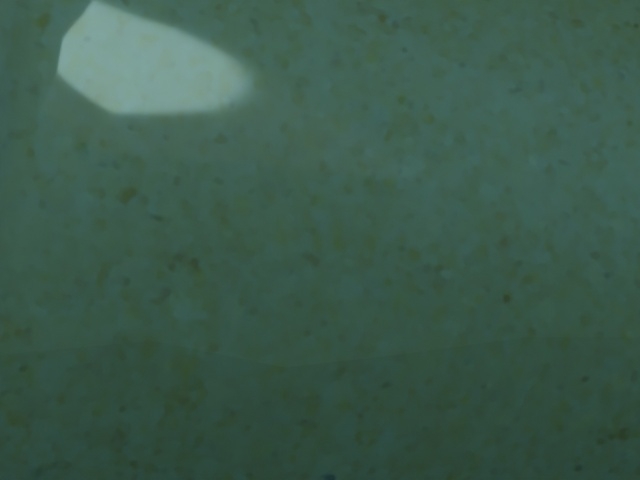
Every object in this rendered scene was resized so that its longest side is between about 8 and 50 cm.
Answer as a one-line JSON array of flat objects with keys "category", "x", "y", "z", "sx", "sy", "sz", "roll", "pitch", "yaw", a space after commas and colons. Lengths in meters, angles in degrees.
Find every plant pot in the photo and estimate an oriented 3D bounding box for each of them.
[{"category": "plant pot", "x": 0.000, "y": 0.000, "z": 0.489, "sx": 0.306, "sy": 0.334, "sz": 0.333, "roll": 7, "pitch": 60, "yaw": -8}]
